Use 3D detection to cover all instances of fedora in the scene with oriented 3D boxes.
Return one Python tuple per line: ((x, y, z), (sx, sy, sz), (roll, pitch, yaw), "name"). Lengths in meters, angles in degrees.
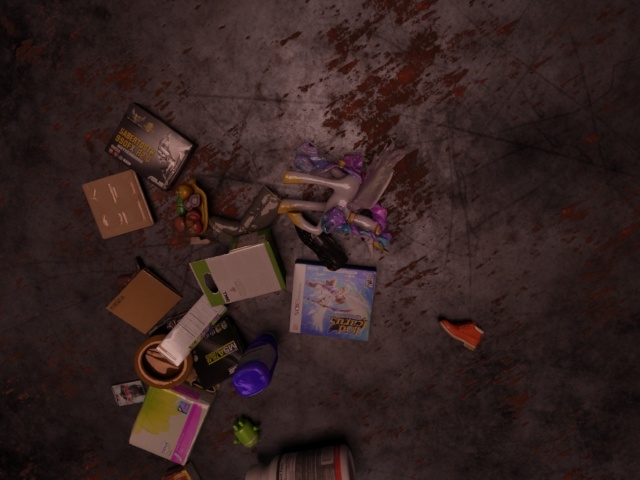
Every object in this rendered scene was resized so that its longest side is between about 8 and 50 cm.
((-0.532, 0.408, 1.441), (0.195, 0.079, 0.194), (0, 87, -9), "fedora")

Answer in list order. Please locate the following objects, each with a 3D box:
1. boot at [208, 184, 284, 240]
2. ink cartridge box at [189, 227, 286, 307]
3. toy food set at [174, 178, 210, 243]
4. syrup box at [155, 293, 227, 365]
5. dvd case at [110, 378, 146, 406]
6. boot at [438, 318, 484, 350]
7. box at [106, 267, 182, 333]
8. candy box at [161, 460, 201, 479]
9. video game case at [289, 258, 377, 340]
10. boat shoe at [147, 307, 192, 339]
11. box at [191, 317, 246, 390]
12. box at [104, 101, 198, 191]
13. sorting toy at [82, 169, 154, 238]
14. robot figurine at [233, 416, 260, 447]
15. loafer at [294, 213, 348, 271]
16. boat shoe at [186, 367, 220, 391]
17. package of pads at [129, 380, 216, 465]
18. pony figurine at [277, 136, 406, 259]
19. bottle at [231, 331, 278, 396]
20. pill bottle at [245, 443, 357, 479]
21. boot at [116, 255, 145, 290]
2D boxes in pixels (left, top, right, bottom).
((-0.232, -0.090, 1.352), (0.190, 0.076, 0.208), (32, 109, -18), "boot")
((-0.257, 0.088, 1.344), (0.256, 0.097, 0.188), (-15, 120, 3), "ink cartridge box")
((-0.420, -0.084, 1.337), (0.128, 0.071, 0.217), (7, 105, 42), "toy food set")
((-0.421, 0.288, 1.387), (0.096, 0.093, 0.236), (40, 75, -5), "syrup box")
((-0.704, 0.562, 1.553), (0.120, 0.013, 0.087), (-12, 101, 7), "dvd case")
((0.467, 0.292, 1.397), (0.158, 0.059, 0.084), (32, 99, -12), "boot")
((-0.606, 0.212, 1.450), (0.201, 0.021, 0.164), (-44, 110, 10), "box")
((-0.507, 0.947, 1.601), (0.109, 0.053, 0.186), (-24, 98, 9), "candy box")
((0.039, 0.198, 1.401), (0.270, 0.061, 0.244), (6, 103, 3), "video game case")
((-0.508, 0.301, 1.457), (0.206, 0.065, 0.075), (-26, 99, 9), "boat shoe")
((-0.352, 0.389, 1.447), (0.191, 0.045, 0.184), (-29, 74, 9), "box")
((-0.537, -0.295, 1.338), (0.231, 0.056, 0.183), (35, 102, -4), "box")
((-0.668, -0.120, 1.398), (0.209, 0.038, 0.192), (-14, 101, 11), "sorting toy")
((-0.268, 0.697, 1.524), (0.101, 0.067, 0.115), (-35, 98, -2), "robot figurine")
((0.000, 0.000, 1.354), (0.223, 0.078, 0.076), (49, 140, 10), "loafer")
((-0.445, 0.479, 1.487), (0.190, 0.072, 0.068), (22, 104, 0), "boat shoe")
((-0.535, 0.635, 1.507), (0.229, 0.101, 0.296), (23, 105, -1), "package of pads")
((0.081, -0.145, 1.224), (0.364, 0.303, 0.350), (21, 111, 3), "pony figurine")
((-0.194, 0.378, 1.341), (0.118, 0.283, 0.092), (-27, 99, 10), "bottle")
((-0.063, 0.851, 1.471), (0.364, 0.210, 0.210), (-13, 101, 7), "pill bottle")
((-0.657, 0.116, 1.445), (0.114, 0.037, 0.106), (-15, 100, 10), "boot")
